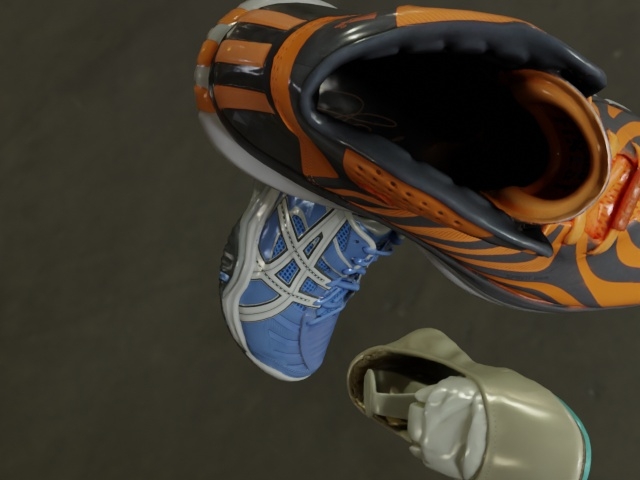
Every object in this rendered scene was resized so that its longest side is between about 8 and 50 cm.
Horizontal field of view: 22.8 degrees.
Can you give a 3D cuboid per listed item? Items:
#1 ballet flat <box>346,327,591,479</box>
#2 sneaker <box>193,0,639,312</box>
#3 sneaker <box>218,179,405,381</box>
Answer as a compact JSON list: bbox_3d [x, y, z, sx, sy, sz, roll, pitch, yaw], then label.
[{"bbox_3d":[0.079,0.111,0.991,0.086,0.086,0.248,-47,19,-7],"label":"ballet flat"},{"bbox_3d":[0.105,-0.024,0.755,0.180,0.321,0.124,19,94,63],"label":"sneaker"},{"bbox_3d":[0.000,0.000,0.886,0.081,0.211,0.080,32,42,30],"label":"sneaker"}]
